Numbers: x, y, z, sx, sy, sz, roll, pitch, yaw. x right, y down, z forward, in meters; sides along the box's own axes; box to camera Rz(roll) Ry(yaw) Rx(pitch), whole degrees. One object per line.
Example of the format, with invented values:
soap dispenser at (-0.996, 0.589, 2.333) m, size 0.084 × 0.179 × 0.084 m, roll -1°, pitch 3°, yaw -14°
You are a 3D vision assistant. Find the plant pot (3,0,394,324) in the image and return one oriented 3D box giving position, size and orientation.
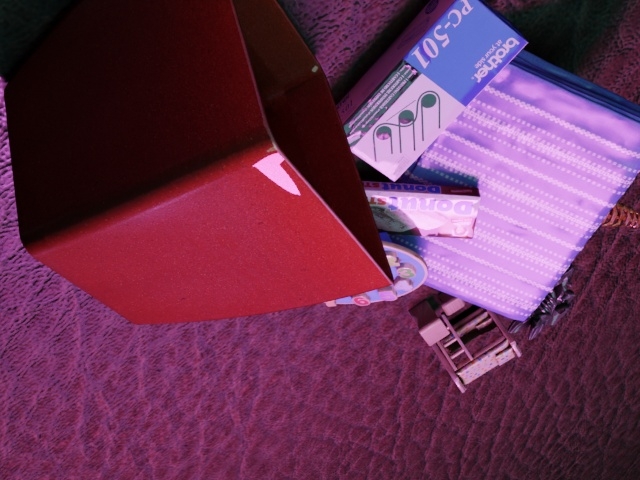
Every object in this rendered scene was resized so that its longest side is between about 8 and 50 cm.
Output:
plant pot at (-0.118, -0.075, 0.890) m, size 0.236 × 0.267 × 0.267 m, roll -24°, pitch 148°, yaw 12°

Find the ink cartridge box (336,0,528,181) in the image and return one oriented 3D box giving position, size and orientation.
ink cartridge box at (0.108, -0.167, 1.083) m, size 0.097 × 0.046 × 0.207 m, roll 32°, pitch 113°, yaw -28°

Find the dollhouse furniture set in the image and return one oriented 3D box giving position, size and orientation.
dollhouse furniture set at (0.250, 0.123, 1.541) m, size 0.182 × 0.101 × 0.161 m, roll -34°, pitch 146°, yaw 4°

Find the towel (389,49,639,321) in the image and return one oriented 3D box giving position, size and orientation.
towel at (0.218, -0.061, 1.224) m, size 0.243 × 0.040 × 0.336 m, roll 23°, pitch 128°, yaw -7°

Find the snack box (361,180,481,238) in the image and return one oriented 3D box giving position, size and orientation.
snack box at (0.095, -0.037, 1.213) m, size 0.178 × 0.022 × 0.064 m, roll 3°, pitch 128°, yaw -2°

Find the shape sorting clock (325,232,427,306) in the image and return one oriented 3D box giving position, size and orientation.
shape sorting clock at (0.027, 0.042, 1.255) m, size 0.206 × 0.040 × 0.206 m, roll 2°, pitch 153°, yaw 1°

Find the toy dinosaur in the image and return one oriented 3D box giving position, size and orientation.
toy dinosaur at (0.289, -0.003, 1.374) m, size 0.322 × 0.164 × 0.218 m, roll 4°, pitch 122°, yaw -4°
